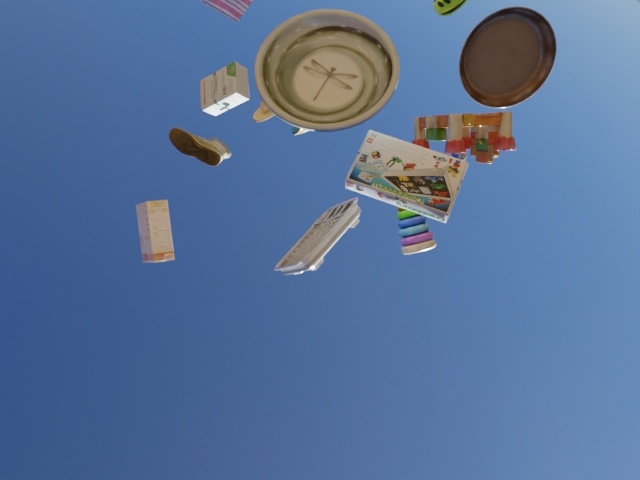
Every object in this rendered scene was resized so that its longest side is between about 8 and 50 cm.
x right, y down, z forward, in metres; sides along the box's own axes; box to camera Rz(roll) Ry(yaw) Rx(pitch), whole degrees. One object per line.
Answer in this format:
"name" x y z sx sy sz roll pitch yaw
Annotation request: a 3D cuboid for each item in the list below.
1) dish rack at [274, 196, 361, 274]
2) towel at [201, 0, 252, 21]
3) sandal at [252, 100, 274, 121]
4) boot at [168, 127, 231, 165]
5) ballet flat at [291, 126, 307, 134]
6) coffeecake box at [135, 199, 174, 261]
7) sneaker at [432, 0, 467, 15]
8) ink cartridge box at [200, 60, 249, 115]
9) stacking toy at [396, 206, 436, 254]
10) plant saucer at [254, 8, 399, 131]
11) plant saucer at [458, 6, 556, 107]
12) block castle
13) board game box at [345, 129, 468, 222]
"dish rack" 0.000 0.000 2.009 0.072 0.286 0.333 48 -112 -12
"towel" -0.256 -0.770 1.758 0.144 0.197 0.029 16 -139 -43
"sandal" -0.148 -0.506 2.002 0.240 0.079 0.088 -36 -134 -20
"boot" -0.445 -0.356 2.151 0.213 0.077 0.165 30 -160 -2
"ballet flat" -0.053 -0.443 2.172 0.067 0.206 0.073 15 -105 -14
"coffeecake box" -0.515 -0.027 1.795 0.068 0.185 0.142 -7 -178 -31
"sneaker" 0.521 -0.907 2.012 0.109 0.296 0.123 44 -153 -48
"ink cartridge box" -0.410 -0.643 2.464 0.087 0.209 0.152 17 -117 -52
"stacking toy" 0.355 -0.117 2.296 0.141 0.141 0.329 -14 -91 -39
"plant saucer" 0.018 -0.462 1.627 0.401 0.100 0.399 -1 -111 2
"plant saucer" 0.579 -0.572 1.811 0.311 0.310 0.050 13 -151 -14
"block castle" 0.594 -0.426 2.443 0.303 0.212 0.453 -5 -170 -11
"board game box" 0.247 -0.188 1.656 0.306 0.053 0.192 21 -114 11
